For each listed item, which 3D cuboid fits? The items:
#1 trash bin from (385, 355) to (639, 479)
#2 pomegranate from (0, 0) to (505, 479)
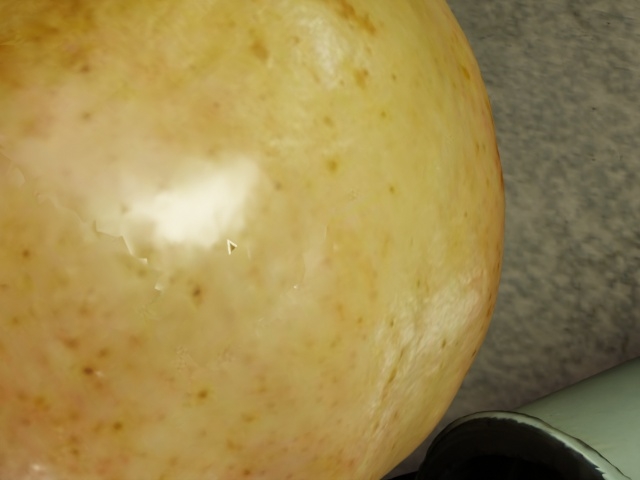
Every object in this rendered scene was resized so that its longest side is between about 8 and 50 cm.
[{"bbox_3d":[0.201,0.132,0.773,0.262,0.217,0.277,-19,29,-27],"label":"trash bin"},{"bbox_3d":[-0.084,0.011,0.739,0.338,0.338,0.338,8,53,-11],"label":"pomegranate"}]
